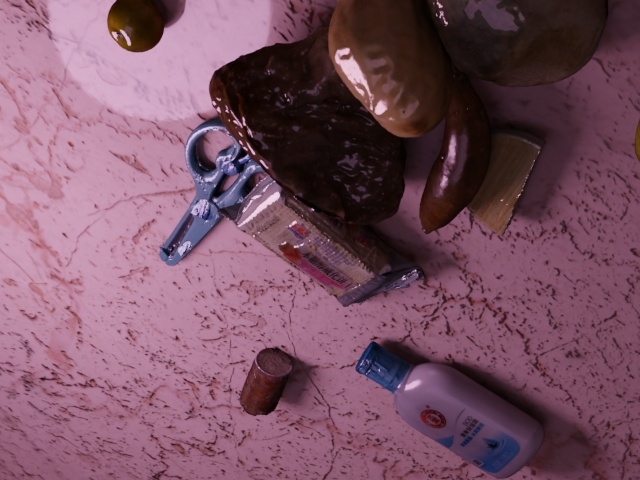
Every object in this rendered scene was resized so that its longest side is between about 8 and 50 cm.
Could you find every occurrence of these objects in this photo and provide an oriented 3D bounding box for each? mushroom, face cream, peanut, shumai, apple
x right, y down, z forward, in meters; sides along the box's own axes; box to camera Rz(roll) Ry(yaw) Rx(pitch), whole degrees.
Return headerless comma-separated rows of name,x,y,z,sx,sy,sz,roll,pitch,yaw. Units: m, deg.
mushroom,0.241,-0.291,1.549,0.189,0.164,0.267,-4,127,32
face cream,0.217,0.287,2.155,0.336,0.080,0.163,32,136,-3
peanut,0.076,-0.285,1.588,0.147,0.147,0.319,-18,86,39
shumai,0.028,-0.204,1.786,0.346,0.217,0.283,31,106,-19
apple,-0.280,-0.326,1.865,0.089,0.074,0.090,35,150,23

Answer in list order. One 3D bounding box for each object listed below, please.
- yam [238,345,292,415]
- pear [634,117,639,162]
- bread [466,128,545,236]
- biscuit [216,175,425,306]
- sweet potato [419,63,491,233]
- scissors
yam,-0.102,0.265,2.314,0.079,0.079,0.141,26,136,5
pear,0.543,-0.125,1.489,0.307,0.253,0.253,21,137,27
bread,0.252,-0.101,1.814,0.112,0.036,0.193,29,136,13
biscuit,0.003,-0.001,1.991,0.309,0.079,0.186,39,142,-19
sweet potato,0.189,-0.128,1.758,0.108,0.079,0.346,34,135,36
scissors,-0.192,-0.063,2.088,0.180,0.032,0.393,36,137,-7
